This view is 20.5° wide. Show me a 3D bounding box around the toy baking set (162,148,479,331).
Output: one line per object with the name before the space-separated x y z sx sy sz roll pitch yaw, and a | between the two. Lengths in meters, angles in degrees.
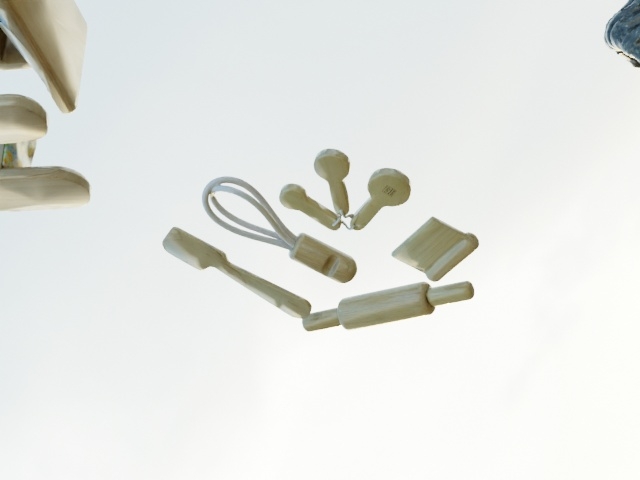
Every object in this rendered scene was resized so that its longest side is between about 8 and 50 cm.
toy baking set | 0.004 0.005 1.489 0.197 0.256 0.030 54 -145 -31

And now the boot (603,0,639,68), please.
boot | 0.377 -0.204 1.300 0.131 0.348 0.260 31 -90 -25

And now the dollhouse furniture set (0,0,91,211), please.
dollhouse furniture set | -0.271 -0.278 1.739 0.394 0.256 0.362 66 -156 -60
